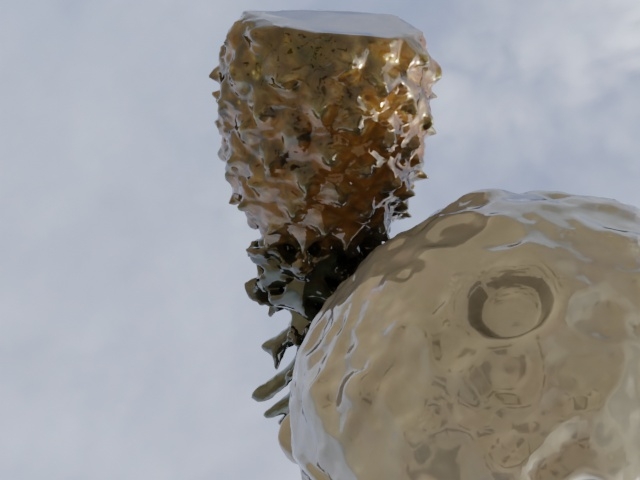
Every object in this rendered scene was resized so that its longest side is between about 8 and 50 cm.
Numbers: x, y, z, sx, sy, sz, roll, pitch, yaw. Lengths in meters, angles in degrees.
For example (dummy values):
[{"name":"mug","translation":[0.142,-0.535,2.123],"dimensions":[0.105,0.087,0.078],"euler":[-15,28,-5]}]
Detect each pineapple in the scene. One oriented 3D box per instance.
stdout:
[{"name":"pineapple","translation":[0.000,0.000,1.186],"dimensions":[0.169,0.340,0.169],"euler":[3,-159,-1]}]

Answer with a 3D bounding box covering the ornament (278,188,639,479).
[{"name":"ornament","translation":[0.149,0.124,1.056],"dimensions":[0.337,0.337,0.337],"euler":[-13,-130,15]}]
